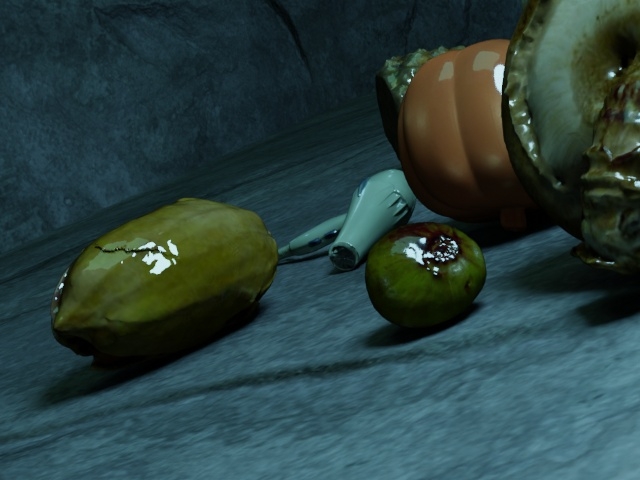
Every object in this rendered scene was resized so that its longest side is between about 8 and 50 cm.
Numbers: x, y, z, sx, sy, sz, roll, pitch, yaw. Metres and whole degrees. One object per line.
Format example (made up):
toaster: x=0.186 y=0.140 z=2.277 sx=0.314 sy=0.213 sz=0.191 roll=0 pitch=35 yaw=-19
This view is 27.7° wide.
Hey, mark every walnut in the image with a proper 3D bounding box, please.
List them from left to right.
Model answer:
walnut: x=-0.135 y=0.034 z=1.141 sx=0.245 sy=0.137 sz=0.137 roll=-17 pitch=5 yaw=-39

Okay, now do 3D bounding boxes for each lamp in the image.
lamp: x=0.161 y=-0.086 z=1.144 sx=0.188 sy=0.164 sz=0.187 roll=-6 pitch=-12 yaw=-1

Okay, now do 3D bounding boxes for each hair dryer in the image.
hair dryer: x=0.003 y=0.003 z=1.320 sx=0.199 sy=0.067 sz=0.167 roll=-28 pitch=11 yaw=20

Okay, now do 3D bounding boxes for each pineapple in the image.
pineapple: x=0.245 y=-0.194 z=1.664 sx=0.340 sy=0.169 sz=0.169 roll=-15 pitch=8 yaw=-11

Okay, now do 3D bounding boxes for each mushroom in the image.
mushroom: x=0.246 y=-0.098 z=0.834 sx=0.163 sy=0.278 sz=0.297 roll=23 pitch=-10 yaw=-37

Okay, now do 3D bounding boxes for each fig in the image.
fig: x=0.069 y=0.032 z=0.939 sx=0.084 sy=0.082 sz=0.098 roll=-51 pitch=-7 yaw=-40

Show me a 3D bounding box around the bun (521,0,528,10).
bun: x=0.359 y=-0.224 z=1.208 sx=0.352 sy=0.227 sz=0.349 roll=10 pitch=-9 yaw=10
